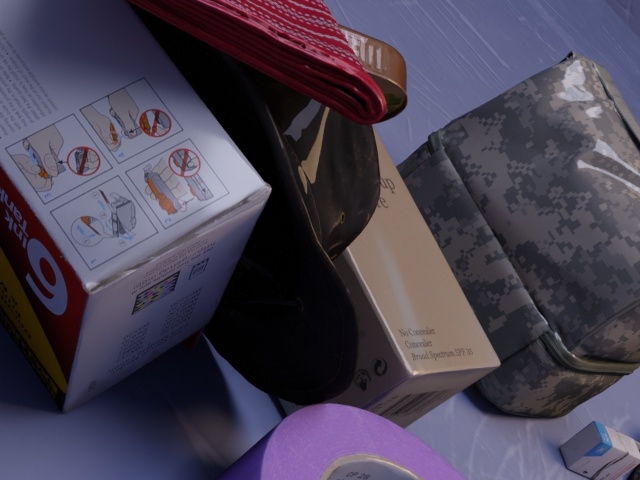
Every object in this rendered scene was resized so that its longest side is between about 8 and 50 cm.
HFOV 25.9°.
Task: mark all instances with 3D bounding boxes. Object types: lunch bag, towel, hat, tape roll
[{"bbox_3d":[0.240,-0.003,1.374,0.212,0.256,0.305,13,43,-51],"label":"lunch bag"},{"bbox_3d":[-0.065,-0.171,0.865,0.199,0.031,0.275,27,20,-23],"label":"towel"},{"bbox_3d":[-0.036,-0.048,0.952,0.134,0.331,0.331,-33,78,-23],"label":"hat"},{"bbox_3d":[0.039,0.244,0.914,0.275,0.090,0.275,36,27,-22],"label":"tape roll"}]

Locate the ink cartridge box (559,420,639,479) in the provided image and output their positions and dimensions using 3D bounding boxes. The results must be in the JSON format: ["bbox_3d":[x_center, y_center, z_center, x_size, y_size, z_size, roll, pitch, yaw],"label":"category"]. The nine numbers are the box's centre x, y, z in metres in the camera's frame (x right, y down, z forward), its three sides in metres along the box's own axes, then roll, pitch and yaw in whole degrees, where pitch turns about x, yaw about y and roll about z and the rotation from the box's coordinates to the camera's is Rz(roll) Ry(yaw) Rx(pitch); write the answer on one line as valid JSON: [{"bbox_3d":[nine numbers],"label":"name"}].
[{"bbox_3d":[0.283,0.214,1.377,0.083,0.048,0.028,26,32,-35],"label":"ink cartridge box"}]

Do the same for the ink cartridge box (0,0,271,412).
[{"bbox_3d":[-0.194,-0.061,0.895,0.130,0.272,0.309,-31,75,-25],"label":"ink cartridge box"}]

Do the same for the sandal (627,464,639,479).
[{"bbox_3d":[0.366,0.242,1.487,0.067,0.040,0.179,46,39,13],"label":"sandal"}]

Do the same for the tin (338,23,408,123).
[{"bbox_3d":[-0.019,-0.129,1.022,0.189,0.106,0.040,16,71,-35],"label":"tin"}]

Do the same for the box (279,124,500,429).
[{"bbox_3d":[0.000,0.000,1.133,0.148,0.121,0.311,-1,58,-54],"label":"box"}]
